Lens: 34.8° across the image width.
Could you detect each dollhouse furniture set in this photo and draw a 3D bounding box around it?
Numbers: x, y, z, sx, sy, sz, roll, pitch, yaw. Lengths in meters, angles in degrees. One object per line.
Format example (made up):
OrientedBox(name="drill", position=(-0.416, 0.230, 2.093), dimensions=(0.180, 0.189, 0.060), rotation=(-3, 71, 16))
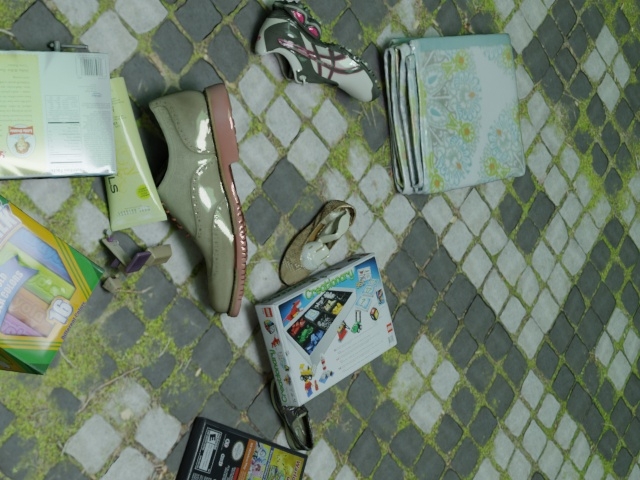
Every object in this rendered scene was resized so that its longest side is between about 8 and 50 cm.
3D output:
OrientedBox(name="dollhouse furniture set", position=(-0.311, 0.022, 1.674), dimensions=(0.081, 0.091, 0.114), rotation=(46, 24, 16))

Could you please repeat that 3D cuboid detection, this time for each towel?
OrientedBox(name="towel", position=(0.286, -0.271, 2.147), dimensions=(0.375, 0.090, 0.320), rotation=(-13, 100, -40))

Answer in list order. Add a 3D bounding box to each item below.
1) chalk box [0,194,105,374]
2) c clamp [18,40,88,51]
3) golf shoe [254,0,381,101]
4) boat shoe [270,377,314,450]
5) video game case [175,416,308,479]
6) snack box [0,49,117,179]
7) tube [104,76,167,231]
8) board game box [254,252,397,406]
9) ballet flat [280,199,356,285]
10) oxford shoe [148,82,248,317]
OrientedBox(name="chalk box", position=(-0.487, 0.037, 1.412), dimensions=(0.289, 0.180, 0.179), rotation=(40, 64, -31))
OrientedBox(name="c clamp", position=(-0.418, -0.233, 1.579), dimensions=(0.137, 0.022, 0.160), rotation=(1, 88, -41))
OrientedBox(name="golf shoe", position=(-0.007, -0.326, 1.901), dimensions=(0.273, 0.105, 0.120), rotation=(36, 82, -28))
OrientedBox(name="boat shoe", position=(-0.045, 0.315, 1.867), dimensions=(0.056, 0.049, 0.152), rotation=(-32, 109, -36))
OrientedBox(name="video game case", position=(-0.155, 0.474, 1.780), dimensions=(0.248, 0.035, 0.274), rotation=(29, 70, -36))
OrientedBox(name="snack box", position=(-0.463, -0.180, 1.484), dimensions=(0.322, 0.060, 0.187), rotation=(-4, 91, -31))
OrientedBox(name="tube", position=(-0.316, -0.139, 1.635), dimensions=(0.062, 0.070, 0.240), rotation=(-20, 103, -45))
OrientedBox(name="board game box", position=(0.019, 0.158, 1.898), dimensions=(0.305, 0.053, 0.192), rotation=(-24, 104, -47))
OrientedBox(name="ballet flat", position=(0.000, 0.000, 1.903), dimensions=(0.073, 0.067, 0.206), rotation=(50, 60, -30))
OrientedBox(name="oxford shoe", position=(-0.204, -0.059, 1.717), dimensions=(0.147, 0.140, 0.396), rotation=(-8, 101, -9))
